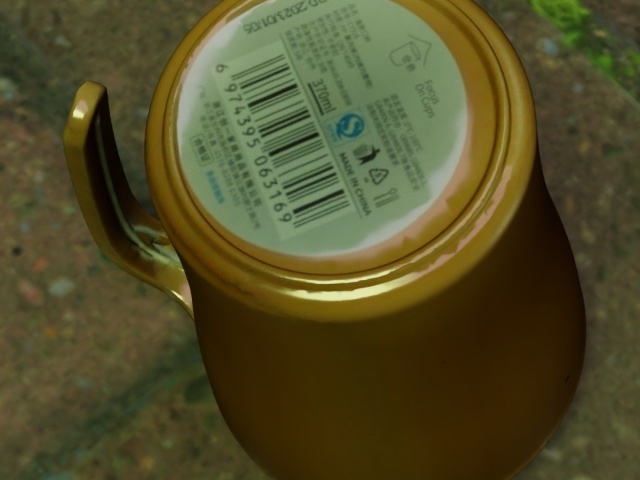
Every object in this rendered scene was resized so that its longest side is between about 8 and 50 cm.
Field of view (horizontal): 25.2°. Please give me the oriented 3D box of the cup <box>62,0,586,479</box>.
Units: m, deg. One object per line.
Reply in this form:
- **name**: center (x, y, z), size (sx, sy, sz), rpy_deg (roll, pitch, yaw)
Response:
- **cup**: center (0.000, 0.000, 0.592), size (0.226, 0.264, 0.182), rpy_deg (14, 72, 13)
